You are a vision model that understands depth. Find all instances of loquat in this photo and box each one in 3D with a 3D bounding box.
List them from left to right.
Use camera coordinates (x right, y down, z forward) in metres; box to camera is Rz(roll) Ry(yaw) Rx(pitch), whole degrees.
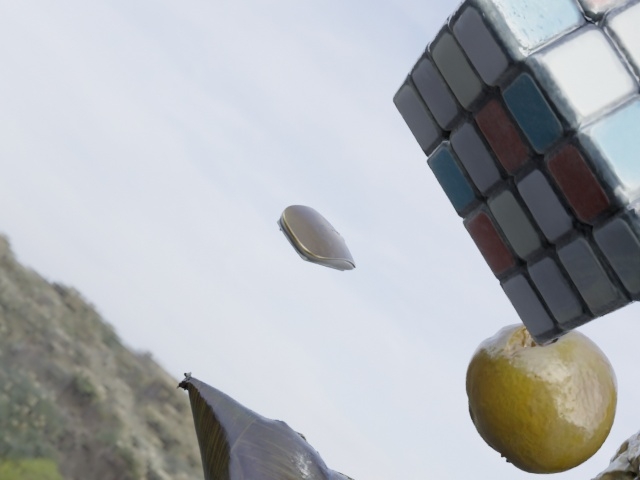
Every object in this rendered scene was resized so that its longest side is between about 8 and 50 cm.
[{"bbox_3d":[0.295,0.209,1.746,0.213,0.213,0.213,38,-11,9],"label":"loquat"}]

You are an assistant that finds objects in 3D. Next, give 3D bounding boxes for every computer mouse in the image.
[{"bbox_3d":[0.001,-0.001,1.969,0.102,0.045,0.199,56,14,19],"label":"computer mouse"}]

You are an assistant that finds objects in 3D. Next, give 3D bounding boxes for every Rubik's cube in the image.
[{"bbox_3d":[0.244,-0.101,1.031,0.253,0.256,0.259,59,-17,7],"label":"Rubik's cube"}]

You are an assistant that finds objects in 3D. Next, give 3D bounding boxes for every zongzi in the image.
[{"bbox_3d":[-0.071,0.229,1.093,0.242,0.112,0.221,41,31,6],"label":"zongzi"}]

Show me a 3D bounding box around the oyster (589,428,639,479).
[{"bbox_3d":[0.439,0.299,1.778,0.115,0.351,0.238,33,-7,31],"label":"oyster"}]
